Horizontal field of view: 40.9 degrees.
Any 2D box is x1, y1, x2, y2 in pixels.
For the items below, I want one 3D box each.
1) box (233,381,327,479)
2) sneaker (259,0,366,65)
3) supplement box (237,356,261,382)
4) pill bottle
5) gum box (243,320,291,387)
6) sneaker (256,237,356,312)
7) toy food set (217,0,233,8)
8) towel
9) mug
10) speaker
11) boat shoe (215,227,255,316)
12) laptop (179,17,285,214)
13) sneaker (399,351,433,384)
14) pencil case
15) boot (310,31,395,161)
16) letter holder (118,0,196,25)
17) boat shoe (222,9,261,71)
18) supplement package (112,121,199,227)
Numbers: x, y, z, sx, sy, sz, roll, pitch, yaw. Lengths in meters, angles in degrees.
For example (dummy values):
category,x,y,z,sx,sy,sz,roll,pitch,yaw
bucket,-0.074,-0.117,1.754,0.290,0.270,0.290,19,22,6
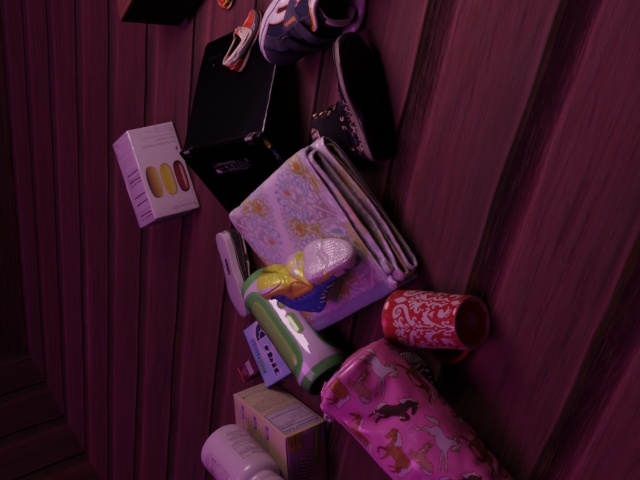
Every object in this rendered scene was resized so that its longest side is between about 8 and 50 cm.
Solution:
category,x,y,z,sx,sy,sz,roll,pitch,yaw
box,-0.099,0.498,2.115,0.243,0.117,0.213,26,125,50
sneaker,-0.014,-0.404,1.562,0.321,0.126,0.127,-51,56,51
supplement box,-0.169,0.326,2.200,0.083,0.055,0.043,-44,67,54
pill bottle,-0.170,0.545,2.011,0.229,0.131,0.131,35,131,45
gum box,-0.111,0.260,2.094,0.184,0.041,0.157,-39,71,55
sneaker,-0.003,0.071,1.637,0.240,0.126,0.091,-18,48,38
toy food set,-0.216,-0.554,1.900,0.082,0.020,0.083,-31,78,57
towel,0.000,0.000,1.700,0.320,0.090,0.374,55,143,0
mug,0.218,0.146,1.512,0.169,0.150,0.113,-4,65,53
speaker,-0.059,0.196,1.908,0.296,0.131,0.131,52,142,29
boat shoe,-0.193,0.077,2.106,0.078,0.070,0.219,8,113,58
laptop,-0.125,-0.240,1.910,0.408,0.236,0.382,52,155,-21
sneaker,0.167,0.360,1.675,0.146,0.102,0.293,-14,87,61
pencil case,0.172,0.357,1.505,0.386,0.160,0.167,46,122,7
boot,0.036,-0.253,1.584,0.178,0.085,0.236,2,114,56
letter holder,-0.353,-0.656,1.940,0.302,0.152,0.214,-30,66,58
boat shoe,-0.164,-0.425,1.807,0.049,0.043,0.137,30,99,59
supplement package,-0.441,-0.174,2.307,0.134,0.139,0.244,-21,88,59
